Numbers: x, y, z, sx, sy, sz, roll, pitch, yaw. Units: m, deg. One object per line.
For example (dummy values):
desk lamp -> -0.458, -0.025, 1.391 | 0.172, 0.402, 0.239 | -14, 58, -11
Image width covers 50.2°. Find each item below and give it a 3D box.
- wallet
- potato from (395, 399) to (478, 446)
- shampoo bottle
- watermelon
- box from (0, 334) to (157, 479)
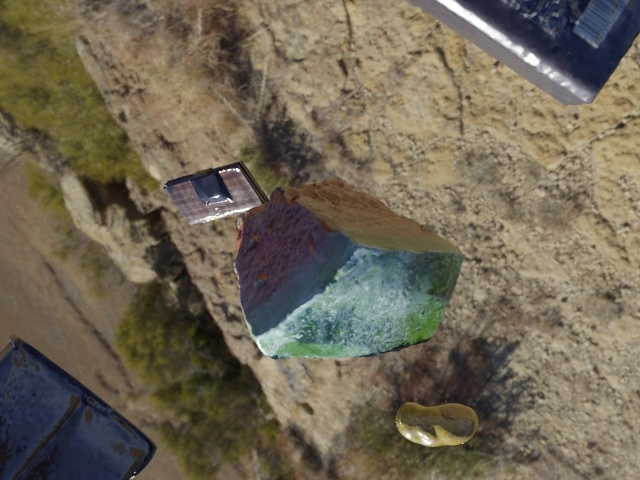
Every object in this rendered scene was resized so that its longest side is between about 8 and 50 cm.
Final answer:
wallet -> -0.229, -0.099, 1.487 | 0.230, 0.042, 0.124 | -9, 128, 36
potato -> 0.127, 0.203, 0.752 | 0.092, 0.045, 0.046 | -3, 122, 16
shampoo bottle -> 0.061, -0.207, 0.417 | 0.309, 0.071, 0.098 | 31, 97, -8
watermelon -> 0.000, 0.000, 0.735 | 0.257, 0.193, 0.140 | -123, 39, -50
box -> -0.436, 0.296, 1.030 | 0.251, 0.204, 0.345 | 44, 157, -13
